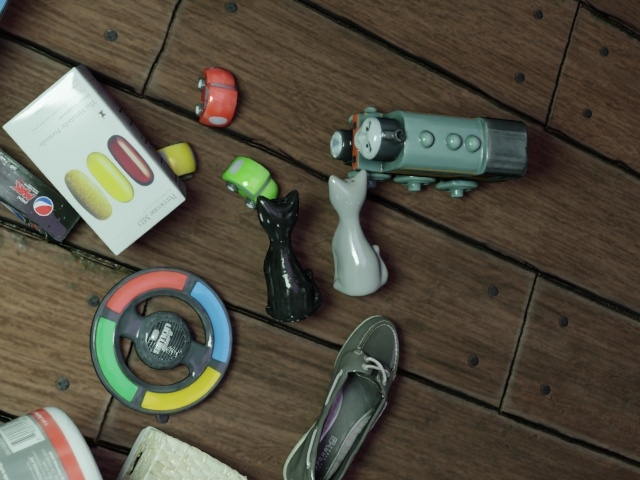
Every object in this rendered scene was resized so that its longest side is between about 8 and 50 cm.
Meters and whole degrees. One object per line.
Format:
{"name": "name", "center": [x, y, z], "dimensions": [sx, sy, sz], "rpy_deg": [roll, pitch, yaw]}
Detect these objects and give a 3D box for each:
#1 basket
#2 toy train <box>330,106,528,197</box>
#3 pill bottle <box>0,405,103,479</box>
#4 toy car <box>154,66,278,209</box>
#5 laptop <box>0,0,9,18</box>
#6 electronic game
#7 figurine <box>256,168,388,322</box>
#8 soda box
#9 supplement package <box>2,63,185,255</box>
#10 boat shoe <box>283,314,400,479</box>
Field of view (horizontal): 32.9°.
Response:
{"name": "basket", "center": [-0.210, 0.370, 1.649], "dimensions": [0.167, 0.103, 0.113], "rpy_deg": [33, 73, -19]}
{"name": "toy train", "center": [0.188, -0.156, 1.828], "dimensions": [0.333, 0.190, 0.142], "rpy_deg": [4, 84, -25]}
{"name": "pill bottle", "center": [-0.459, 0.369, 1.352], "dimensions": [0.362, 0.210, 0.210], "rpy_deg": [-22, 95, -26]}
{"name": "toy car", "center": [-0.150, -0.135, 1.742], "dimensions": [0.225, 0.053, 0.239], "rpy_deg": [41, 71, -17]}
{"name": "laptop", "center": [-0.654, -0.360, 1.413], "dimensions": [0.408, 0.236, 0.382], "rpy_deg": [33, 72, -37]}
{"name": "electronic game", "center": [-0.244, 0.155, 1.680], "dimensions": [0.229, 0.048, 0.229], "rpy_deg": [2, 86, -25]}
{"name": "figurine", "center": [0.000, 0.000, 1.748], "dimensions": [0.214, 0.092, 0.210], "rpy_deg": [-19, 114, -26]}
{"name": "soda box", "center": [-0.439, -0.067, 1.602], "dimensions": [0.169, 0.053, 0.060], "rpy_deg": [40, 72, -17]}
{"name": "supplement package", "center": [-0.325, -0.121, 1.594], "dimensions": [0.139, 0.134, 0.244], "rpy_deg": [-40, 103, 2]}
{"name": "boat shoe", "center": [0.056, 0.276, 1.785], "dimensions": [0.112, 0.095, 0.335], "rpy_deg": [35, 73, -19]}
